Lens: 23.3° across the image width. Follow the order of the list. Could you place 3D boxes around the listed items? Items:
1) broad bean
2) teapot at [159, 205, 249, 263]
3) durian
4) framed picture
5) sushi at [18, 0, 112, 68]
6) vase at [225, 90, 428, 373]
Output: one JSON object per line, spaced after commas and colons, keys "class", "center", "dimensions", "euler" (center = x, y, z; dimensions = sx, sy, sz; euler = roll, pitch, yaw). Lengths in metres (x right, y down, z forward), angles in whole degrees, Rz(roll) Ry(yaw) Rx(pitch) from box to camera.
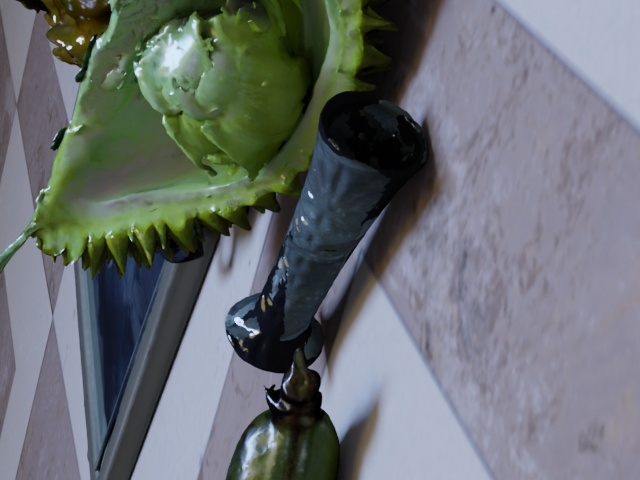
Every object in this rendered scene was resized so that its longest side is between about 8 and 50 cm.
{"class": "broad bean", "center": [-0.047, 0.195, 0.867], "dimensions": [0.077, 0.061, 0.339], "euler": [-94, 22, -53]}
{"class": "teapot", "center": [-0.078, -0.057, 1.055], "dimensions": [0.096, 0.087, 0.177], "euler": [44, 128, 36]}
{"class": "durian", "center": [-0.062, -0.110, 0.873], "dimensions": [0.355, 0.169, 0.157], "euler": [-58, 33, 37]}
{"class": "framed picture", "center": [-0.170, -0.026, 1.378], "dimensions": [0.446, 0.028, 0.326], "euler": [-104, 29, -49]}
{"class": "sushi", "center": [-0.145, -0.217, 1.168], "dimensions": [0.200, 0.213, 0.204], "euler": [76, -146, -80]}
{"class": "vase", "center": [0.000, 0.000, 0.821], "dimensions": [0.167, 0.059, 0.059], "euler": [117, 154, -43]}
